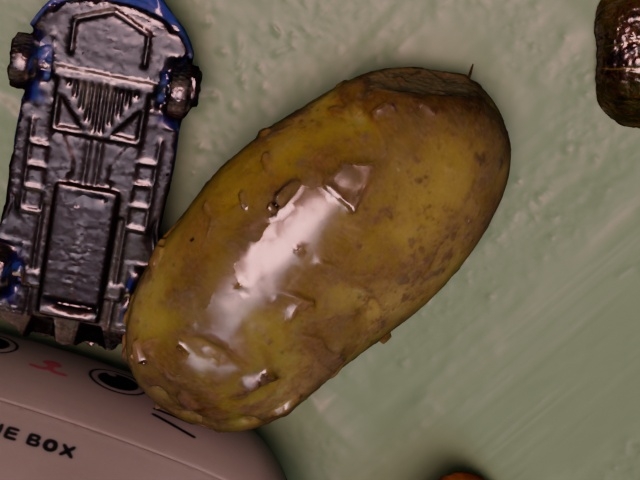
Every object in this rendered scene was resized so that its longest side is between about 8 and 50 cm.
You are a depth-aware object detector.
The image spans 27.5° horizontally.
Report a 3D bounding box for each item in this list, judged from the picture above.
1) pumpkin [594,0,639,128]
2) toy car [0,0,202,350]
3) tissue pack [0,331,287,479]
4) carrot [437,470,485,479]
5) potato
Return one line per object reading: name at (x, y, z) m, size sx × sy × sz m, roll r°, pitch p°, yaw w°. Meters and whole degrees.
pumpkin at (0.173, -0.099, 0.709) m, size 0.050 × 0.028 × 0.083 m, roll -10°, pitch 104°, yaw 10°
toy car at (-0.127, -0.042, 0.733) m, size 0.103 × 0.063 × 0.216 m, roll 11°, pitch 110°, yaw -6°
tissue pack at (-0.183, 0.178, 0.736) m, size 0.333 × 0.236 × 0.229 m, roll 18°, pitch 121°, yaw -1°
carrot at (0.045, 0.327, 0.782) m, size 0.214 × 0.193 × 0.331 m, roll 45°, pitch 109°, yaw 15°
potato at (0.000, 0.000, 0.703) m, size 0.251 × 0.113 × 0.149 m, roll -47°, pitch 137°, yaw 0°
